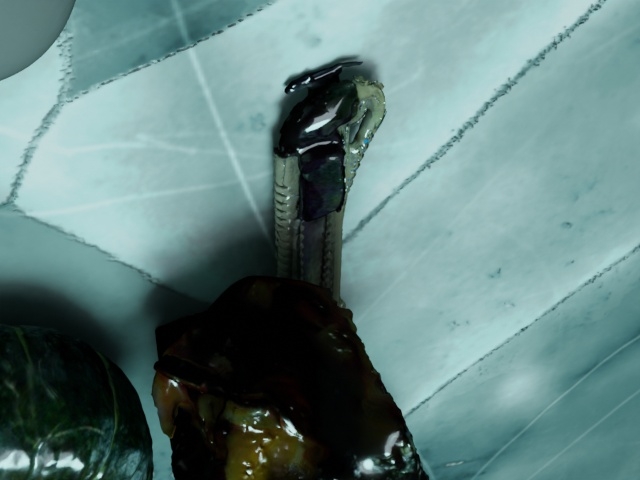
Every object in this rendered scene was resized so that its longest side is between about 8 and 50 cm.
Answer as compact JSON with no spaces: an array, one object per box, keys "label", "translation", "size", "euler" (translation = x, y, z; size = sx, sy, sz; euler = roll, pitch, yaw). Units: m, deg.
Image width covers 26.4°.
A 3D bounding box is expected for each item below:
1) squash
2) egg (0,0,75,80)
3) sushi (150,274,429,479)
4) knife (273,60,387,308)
[{"label":"squash","translation":[-0.255,0.179,1.081],"size":[0.252,0.165,0.252],"euler":[-14,141,-11]},{"label":"egg","translation":[-0.214,-0.169,0.695],"size":[0.176,0.176,0.232],"euler":[-34,149,10]},{"label":"sushi","translation":[-0.025,0.150,1.087],"size":[0.215,0.227,0.212],"euler":[-8,142,2]},{"label":"knife","translation":[0.001,0.005,1.126],"size":[0.089,0.043,0.365],"euler":[-9,140,-12]}]
